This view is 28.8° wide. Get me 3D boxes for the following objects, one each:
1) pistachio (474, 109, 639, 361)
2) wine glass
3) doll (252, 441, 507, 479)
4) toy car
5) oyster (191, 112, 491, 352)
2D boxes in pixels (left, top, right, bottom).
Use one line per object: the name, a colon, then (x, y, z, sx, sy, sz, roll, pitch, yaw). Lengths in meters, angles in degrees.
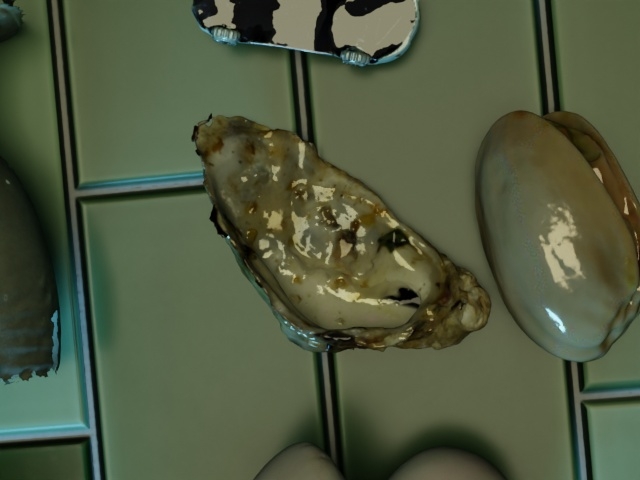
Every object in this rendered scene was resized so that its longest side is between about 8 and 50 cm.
pistachio: (0.202, -0.004, 1.047, 0.143, 0.144, 0.215, -17, 79, 6)
wine glass: (-0.327, -0.027, 1.077, 0.190, 0.190, 0.357, -5, 85, 6)
doll: (0.061, 0.249, 1.038, 0.221, 0.221, 0.251, -43, 113, 5)
toy car: (-0.013, -0.209, 1.101, 0.204, 0.056, 0.095, 10, 92, 2)
oyster: (0.004, -0.002, 1.098, 0.166, 0.094, 0.294, -35, 77, -13)
